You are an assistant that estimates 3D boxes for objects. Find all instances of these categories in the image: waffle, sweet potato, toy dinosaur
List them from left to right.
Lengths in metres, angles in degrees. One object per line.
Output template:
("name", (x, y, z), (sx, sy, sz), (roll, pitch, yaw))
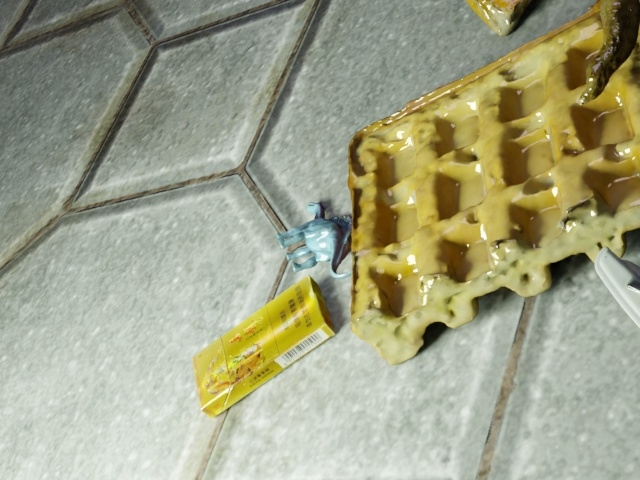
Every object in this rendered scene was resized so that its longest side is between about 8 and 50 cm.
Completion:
("toy dinosaur", (0.000, 0.000, 1.392), (0.080, 0.045, 0.197), (-25, 24, -3))
("waffle", (0.180, -0.070, 1.267), (0.348, 0.077, 0.304), (-26, 36, 24))
("sweet potato", (0.266, -0.188, 1.214), (0.041, 0.038, 0.153), (-29, 36, 57))

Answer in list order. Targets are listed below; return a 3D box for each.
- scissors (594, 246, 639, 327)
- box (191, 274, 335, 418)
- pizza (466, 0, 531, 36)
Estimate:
("scissors", (0.281, 0.075, 1.042), (0.118, 0.030, 0.242), (-41, 38, 3))
("box", (-0.060, 0.107, 1.362), (0.156, 0.022, 0.089), (-34, 32, 12))
("pizza", (0.261, -0.371, 1.471), (0.297, 0.071, 0.189), (-43, 68, 11))
